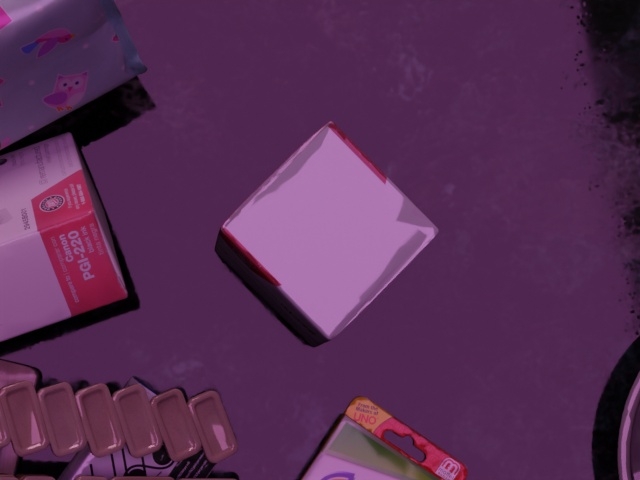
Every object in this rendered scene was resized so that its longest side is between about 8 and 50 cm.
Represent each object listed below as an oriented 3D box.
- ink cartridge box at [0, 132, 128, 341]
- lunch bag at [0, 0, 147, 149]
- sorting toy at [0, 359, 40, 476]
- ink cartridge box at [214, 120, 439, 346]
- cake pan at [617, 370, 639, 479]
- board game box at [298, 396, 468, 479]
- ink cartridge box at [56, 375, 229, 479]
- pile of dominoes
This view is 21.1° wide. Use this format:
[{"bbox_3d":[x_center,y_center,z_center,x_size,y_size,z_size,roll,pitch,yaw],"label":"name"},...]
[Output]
[{"bbox_3d":[-0.283,0.012,1.402,0.217,0.158,0.092,-21,121,-4],"label":"ink cartridge box"},{"bbox_3d":[-0.299,-0.207,1.422,0.223,0.160,0.262,-30,55,-5],"label":"lunch bag"},{"bbox_3d":[-0.391,0.203,1.422,0.255,0.089,0.257,14,85,-2],"label":"sorting toy"},{"bbox_3d":[0.000,0.000,1.420,0.128,0.176,0.127,45,82,0],"label":"ink cartridge box"},{"bbox_3d":[0.397,0.188,1.491,0.293,0.054,0.293,0,86,-4],"label":"cake pan"},{"bbox_3d":[0.012,0.271,1.472,0.124,0.039,0.259,34,82,-1],"label":"board game box"},{"bbox_3d":[-0.178,0.228,1.445,0.097,0.046,0.207,37,84,-15],"label":"ink cartridge box"},{"bbox_3d":[-0.186,0.212,1.407,0.251,0.040,0.196,4,88,-24],"label":"pile of dominoes"}]
